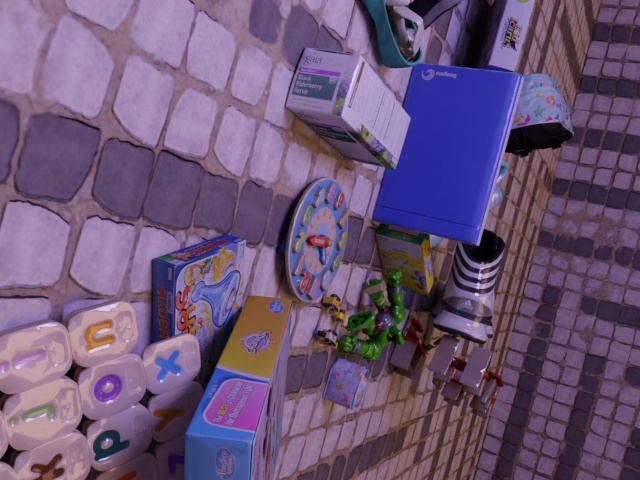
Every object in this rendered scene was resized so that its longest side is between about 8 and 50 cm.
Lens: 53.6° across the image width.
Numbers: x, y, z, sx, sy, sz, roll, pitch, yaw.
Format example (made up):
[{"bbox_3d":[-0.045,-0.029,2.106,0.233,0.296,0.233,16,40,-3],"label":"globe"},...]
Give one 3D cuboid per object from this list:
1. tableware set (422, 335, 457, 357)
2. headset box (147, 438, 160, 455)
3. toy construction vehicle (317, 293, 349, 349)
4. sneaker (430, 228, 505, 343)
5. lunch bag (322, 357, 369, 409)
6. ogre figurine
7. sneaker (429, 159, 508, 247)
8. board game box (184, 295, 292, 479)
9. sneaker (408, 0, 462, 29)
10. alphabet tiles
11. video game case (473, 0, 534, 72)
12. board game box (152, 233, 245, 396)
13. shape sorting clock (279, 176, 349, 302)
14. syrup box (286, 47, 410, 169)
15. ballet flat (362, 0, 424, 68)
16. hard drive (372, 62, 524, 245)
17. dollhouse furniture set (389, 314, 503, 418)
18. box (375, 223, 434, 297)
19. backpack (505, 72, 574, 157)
[{"bbox_3d":[0.327,0.278,1.692,0.024,0.154,0.104,60,30,5],"label":"tableware set"},{"bbox_3d":[-0.186,0.250,0.755,0.062,0.083,0.032,36,72,-60],"label":"headset box"},{"bbox_3d":[0.019,0.149,1.152,0.098,0.035,0.085,51,47,-60],"label":"toy construction vehicle"},{"bbox_3d":[0.391,0.103,1.585,0.447,0.169,0.257,10,98,-79],"label":"sneaker"},{"bbox_3d":[0.054,0.278,1.233,0.053,0.071,0.083,19,86,-61],"label":"lunch bag"},{"bbox_3d":[0.113,0.163,1.264,0.118,0.097,0.197,61,38,-39],"label":"ogre figurine"},{"bbox_3d":[0.347,-0.107,1.504,0.366,0.150,0.135,-54,145,-35],"label":"sneaker"},{"bbox_3d":[-0.091,0.238,0.757,0.316,0.064,0.242,-77,173,-71],"label":"board game box"},{"bbox_3d":[0.158,-0.444,1.053,0.086,0.163,0.226,-51,-170,-7],"label":"sneaker"},{"bbox_3d":[-0.234,0.207,0.630,0.278,0.021,0.284,-17,109,-43],"label":"alphabet tiles"},{"bbox_3d":[0.408,-0.460,1.428,0.269,0.061,0.244,47,61,-87],"label":"video game case"},{"bbox_3d":[-0.152,0.104,0.797,0.136,0.035,0.201,-25,125,-56],"label":"board game box"},{"bbox_3d":[0.000,0.000,1.025,0.206,0.040,0.206,-38,136,-50],"label":"shape sorting clock"},{"bbox_3d":[0.050,-0.194,0.963,0.237,0.093,0.096,24,82,-63],"label":"syrup box"},{"bbox_3d":[0.121,-0.375,1.012,0.083,0.087,0.247,-62,150,-22],"label":"ballet flat"},{"bbox_3d":[0.237,-0.168,1.199,0.040,0.210,0.318,16,89,-62],"label":"hard drive"},{"bbox_3d":[0.309,0.290,1.513,0.135,0.259,0.262,-61,150,-18],"label":"dollhouse furniture set"},{"bbox_3d":[0.179,0.045,1.315,0.043,0.105,0.179,-54,147,-33],"label":"box"},{"bbox_3d":[0.542,-0.332,1.685,0.253,0.225,0.191,-5,86,-57],"label":"backpack"}]
